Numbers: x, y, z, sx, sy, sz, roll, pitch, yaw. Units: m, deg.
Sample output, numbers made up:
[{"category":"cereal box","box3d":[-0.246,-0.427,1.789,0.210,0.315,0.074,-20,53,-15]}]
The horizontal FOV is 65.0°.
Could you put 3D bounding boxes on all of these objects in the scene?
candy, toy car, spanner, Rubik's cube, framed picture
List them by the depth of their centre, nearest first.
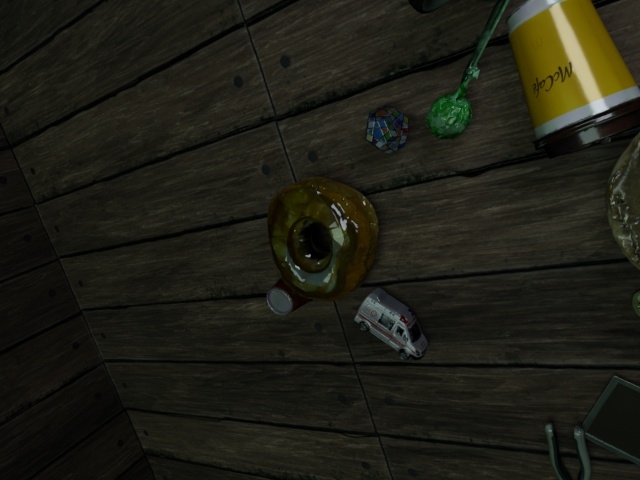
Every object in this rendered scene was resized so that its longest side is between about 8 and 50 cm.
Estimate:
[{"category":"candy","box3d":[0.299,-0.340,0.990,0.097,0.097,0.323,35,136,16]},{"category":"framed picture","box3d":[0.738,0.425,1.111,0.253,0.014,0.196,25,121,22]},{"category":"Rubik's cube","box3d":[0.152,-0.254,1.149,0.093,0.111,0.111,10,117,2]},{"category":"spanner","box3d":[0.623,0.586,1.234,0.096,0.040,0.324,-5,110,35]},{"category":"toy car","box3d":[0.198,0.220,1.325,0.210,0.089,0.108,34,119,20]}]

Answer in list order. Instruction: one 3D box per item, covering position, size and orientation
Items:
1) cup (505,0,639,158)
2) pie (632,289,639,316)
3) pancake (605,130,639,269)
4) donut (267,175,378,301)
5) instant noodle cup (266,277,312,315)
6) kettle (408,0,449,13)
[{"category":"cup","box3d":[0.445,-0.295,0.895,0.197,0.196,0.279,-21,91,37]},{"category":"pie","box3d":[0.680,0.129,1.018,0.084,0.021,0.083,14,117,28]},{"category":"pancake","box3d":[0.688,-0.071,0.842,0.388,0.082,0.386,4,103,16]},{"category":"donut","box3d":[0.000,0.000,1.297,0.331,0.160,0.329,5,106,17]},{"category":"instant noodle cup","box3d":[-0.083,0.147,1.442,0.127,0.136,0.127,12,116,27]},{"category":"kettle","box3d":[0.258,-0.493,0.889,0.221,0.236,0.161,-37,88,37]}]
